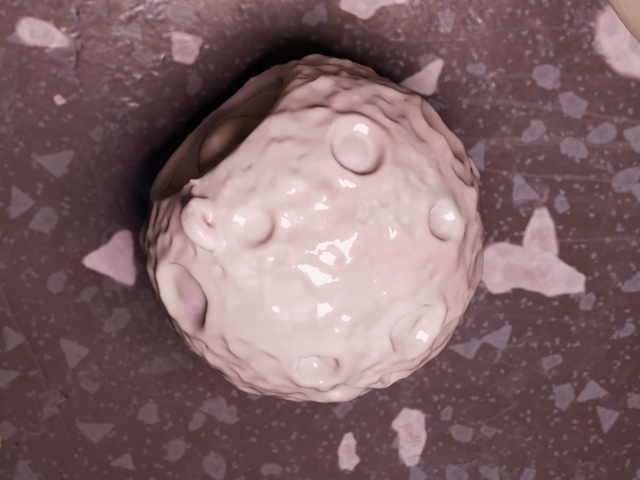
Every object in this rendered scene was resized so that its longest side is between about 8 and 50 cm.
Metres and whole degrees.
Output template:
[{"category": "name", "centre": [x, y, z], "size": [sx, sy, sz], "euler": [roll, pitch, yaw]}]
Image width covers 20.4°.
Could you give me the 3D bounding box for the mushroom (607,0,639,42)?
[{"category": "mushroom", "centre": [0.375, -0.252, 1.759], "size": [0.397, 0.126, 0.177], "euler": [37, 86, -20]}]

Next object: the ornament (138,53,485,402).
[{"category": "ornament", "centre": [0.000, 0.000, 1.721], "size": [0.337, 0.337, 0.337], "euler": [-2, 115, -5]}]
